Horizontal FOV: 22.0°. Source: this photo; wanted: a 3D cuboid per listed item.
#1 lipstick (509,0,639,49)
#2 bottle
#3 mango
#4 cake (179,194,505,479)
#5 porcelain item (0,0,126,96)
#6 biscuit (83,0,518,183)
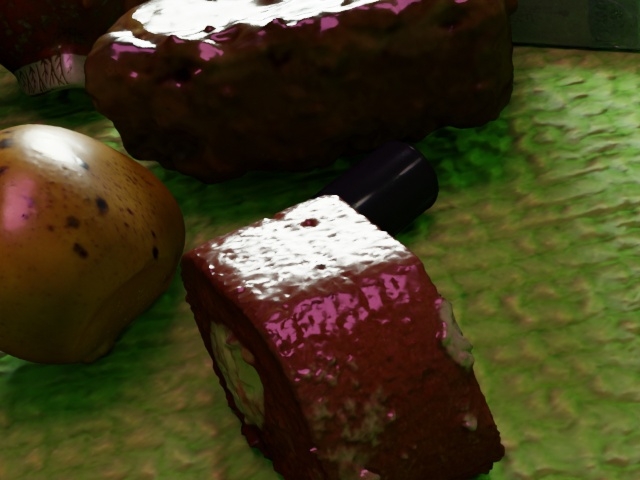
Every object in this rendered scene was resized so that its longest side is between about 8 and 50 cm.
[{"bbox_3d":[0.199,-0.253,1.760,0.317,0.066,0.068,7,34,28],"label":"lipstick"},{"bbox_3d":[0.000,0.000,1.397,0.082,0.072,0.244,3,31,43],"label":"bottle"},{"bbox_3d":[-0.214,-0.007,1.360,0.191,0.160,0.290,43,21,11],"label":"mango"},{"bbox_3d":[0.008,0.074,1.168,0.150,0.177,0.283,-20,30,-15],"label":"cake"},{"bbox_3d":[-0.268,-0.271,1.765,0.253,0.253,0.253,-8,30,5],"label":"porcelain item"},{"bbox_3d":[-0.001,-0.189,1.597,0.395,0.166,0.343,-8,25,10],"label":"biscuit"}]
